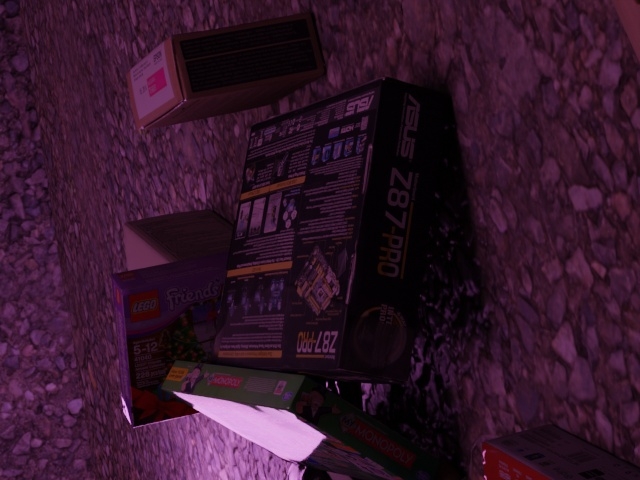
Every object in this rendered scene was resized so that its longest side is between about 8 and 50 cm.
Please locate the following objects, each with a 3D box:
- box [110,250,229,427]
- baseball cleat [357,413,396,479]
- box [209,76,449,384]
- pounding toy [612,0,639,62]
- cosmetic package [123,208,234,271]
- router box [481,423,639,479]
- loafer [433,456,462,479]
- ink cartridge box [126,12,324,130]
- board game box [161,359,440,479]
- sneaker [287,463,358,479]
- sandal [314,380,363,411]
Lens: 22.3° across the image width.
[{"bbox_3d":[-0.119,0.116,2.109,0.057,0.293,0.201,-136,39,-59],"label":"box"},{"bbox_3d":[0.049,0.241,2.082,0.206,0.072,0.109,49,140,35],"label":"baseball cleat"},{"bbox_3d":[0.000,0.000,1.862,0.395,0.097,0.318,-11,67,66],"label":"box"},{"bbox_3d":[0.287,-0.195,1.168,0.100,0.130,0.141,99,153,-68],"label":"pounding toy"},{"bbox_3d":[-0.177,0.057,2.429,0.296,0.153,0.129,-144,48,-62],"label":"cosmetic package"},{"bbox_3d":[0.279,0.363,1.524,0.335,0.082,0.301,-159,60,-65],"label":"router box"},{"bbox_3d":[0.126,0.290,1.922,0.148,0.056,0.050,-36,66,56],"label":"loafer"},{"bbox_3d":[-0.127,-0.216,2.095,0.235,0.193,0.088,166,92,-68],"label":"ink cartridge box"},{"bbox_3d":[-0.030,0.218,1.934,0.317,0.213,0.046,0,59,58],"label":"board game box"},{"bbox_3d":[-0.005,0.348,2.041,0.107,0.124,0.283,63,164,-18],"label":"sneaker"},{"bbox_3d":[0.039,0.082,2.000,0.120,0.086,0.302,138,133,-66],"label":"sandal"}]
